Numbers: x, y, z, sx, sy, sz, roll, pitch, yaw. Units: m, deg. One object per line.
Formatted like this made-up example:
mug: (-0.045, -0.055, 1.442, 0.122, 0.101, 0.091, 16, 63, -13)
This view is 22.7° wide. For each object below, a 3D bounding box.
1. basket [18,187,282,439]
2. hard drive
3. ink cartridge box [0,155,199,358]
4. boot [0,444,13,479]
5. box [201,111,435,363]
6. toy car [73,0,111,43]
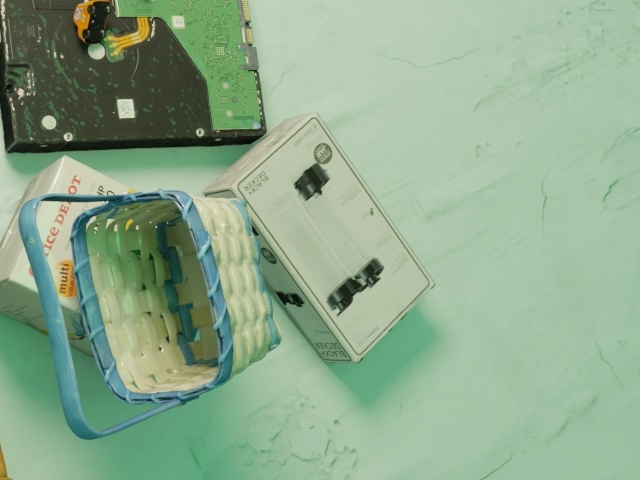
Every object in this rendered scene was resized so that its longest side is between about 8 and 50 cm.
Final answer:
basket: (-0.189, 0.069, 1.719, 0.289, 0.201, 0.255, -6, 83, -57)
hard drive: (-0.246, -0.234, 2.041, 0.339, 0.064, 0.237, -5, 81, -25)
ink cartridge box: (-0.262, 0.035, 1.915, 0.232, 0.168, 0.171, 28, 69, -19)
boot: (-0.443, 0.348, 1.800, 0.211, 0.104, 0.295, 1, 74, -25)
box: (0.000, 0.000, 2.070, 0.169, 0.087, 0.290, -45, 108, -26)
toy car: (-0.264, -0.290, 2.000, 0.040, 0.060, 0.122, 26, 39, 28)
